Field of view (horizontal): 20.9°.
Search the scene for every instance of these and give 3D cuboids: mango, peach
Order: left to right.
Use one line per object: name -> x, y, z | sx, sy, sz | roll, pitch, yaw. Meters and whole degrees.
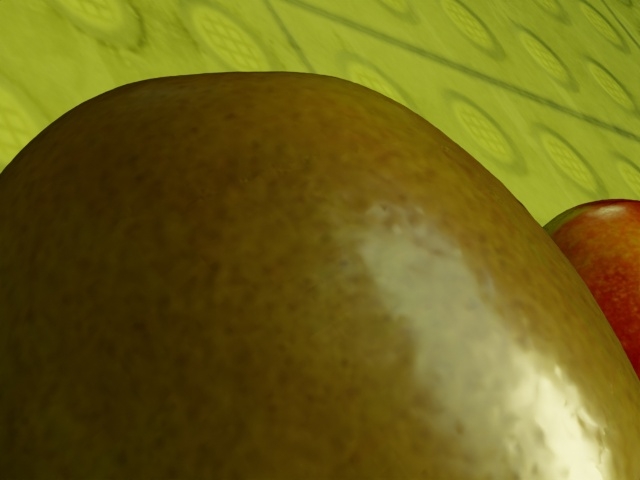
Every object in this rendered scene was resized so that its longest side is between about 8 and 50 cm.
mango -> 0.003, 0.111, 0.650 | 0.221, 0.263, 0.378 | 101, -31, -71
peach -> 0.211, 0.071, 1.142 | 0.192, 0.190, 0.190 | 25, 26, -8
